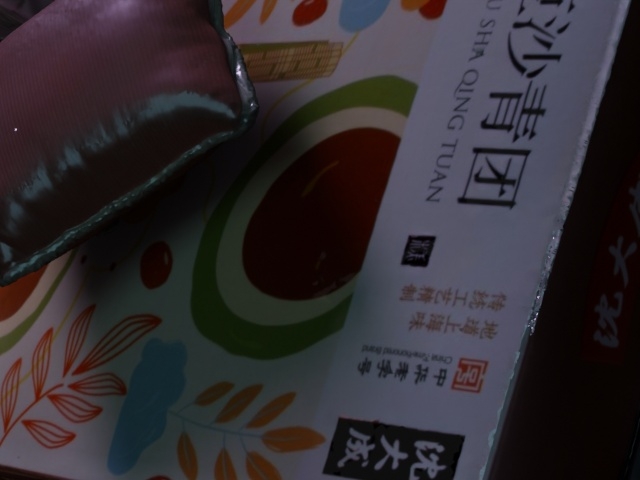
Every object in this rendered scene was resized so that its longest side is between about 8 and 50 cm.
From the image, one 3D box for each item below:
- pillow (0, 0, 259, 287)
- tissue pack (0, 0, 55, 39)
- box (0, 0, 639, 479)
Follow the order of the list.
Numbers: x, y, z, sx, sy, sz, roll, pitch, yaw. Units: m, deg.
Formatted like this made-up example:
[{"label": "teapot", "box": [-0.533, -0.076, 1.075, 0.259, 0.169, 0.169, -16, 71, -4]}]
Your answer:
[{"label": "pillow", "box": [-0.117, -0.076, 0.990, 0.179, 0.075, 0.171, -34, 50, 20]}, {"label": "tissue pack", "box": [-0.229, -0.268, 1.324, 0.185, 0.124, 0.225, 12, 74, 42]}, {"label": "box", "box": [0.000, 0.000, 0.993, 0.385, 0.122, 0.345, 4, 68, 40]}]
